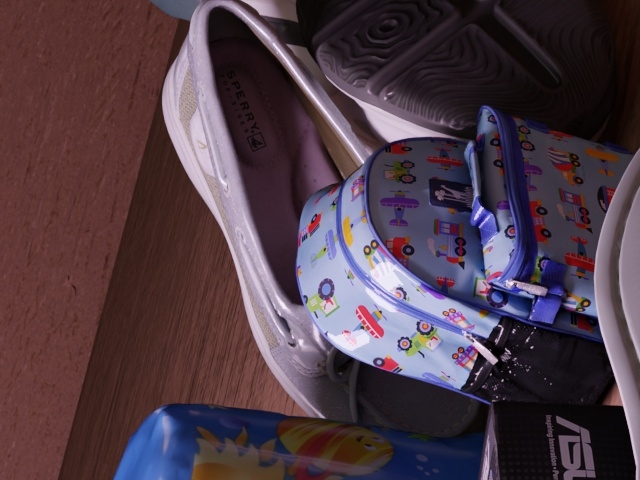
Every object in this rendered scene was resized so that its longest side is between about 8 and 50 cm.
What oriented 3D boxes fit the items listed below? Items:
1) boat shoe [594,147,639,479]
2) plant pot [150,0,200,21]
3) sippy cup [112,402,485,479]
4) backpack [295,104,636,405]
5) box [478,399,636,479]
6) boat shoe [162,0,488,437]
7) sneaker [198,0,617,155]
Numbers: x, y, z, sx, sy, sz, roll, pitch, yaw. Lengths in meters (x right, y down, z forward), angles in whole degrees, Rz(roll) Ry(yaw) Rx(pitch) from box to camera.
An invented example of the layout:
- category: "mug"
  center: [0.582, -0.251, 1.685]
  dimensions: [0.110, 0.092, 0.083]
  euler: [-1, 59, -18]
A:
- category: "boat shoe"
  center: [0.166, 0.065, 0.686]
  dimensions: [0.302, 0.114, 0.091]
  euler: [-76, -33, -42]
- category: "plant pot"
  center: [-0.077, -0.403, 1.916]
  dimensions: [0.334, 0.341, 0.341]
  euler: [114, 169, -66]
- category: "sippy cup"
  center: [-0.009, 0.193, 0.992]
  dimensions: [0.240, 0.224, 0.305]
  euler: [-93, 24, -55]
- category: "backpack"
  center: [0.080, 0.005, 0.971]
  dimensions: [0.158, 0.173, 0.117]
  euler: [-85, 17, -46]
- category: "box"
  center: [0.087, 0.233, 0.733]
  dimensions: [0.216, 0.060, 0.270]
  euler: [-90, 4, -52]
- category: "boat shoe"
  center: [0.002, -0.002, 1.125]
  dimensions: [0.320, 0.118, 0.103]
  euler: [63, 166, 13]
- category: "sneaker"
  center: [0.075, -0.098, 1.265]
  dimensions: [0.169, 0.257, 0.447]
  euler: [-38, 37, -12]
